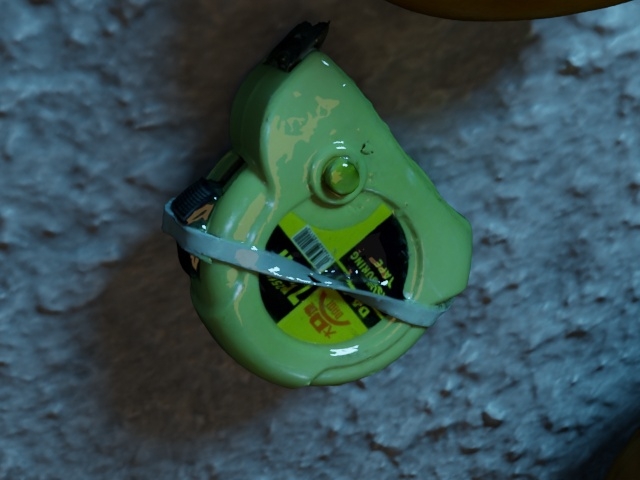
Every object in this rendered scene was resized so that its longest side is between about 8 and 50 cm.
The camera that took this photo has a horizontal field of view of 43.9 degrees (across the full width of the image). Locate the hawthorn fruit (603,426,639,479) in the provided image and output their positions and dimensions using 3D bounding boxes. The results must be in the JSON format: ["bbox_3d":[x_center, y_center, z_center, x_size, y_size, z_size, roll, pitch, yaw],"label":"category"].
[{"bbox_3d":[0.410,0.259,0.512,0.471,0.472,0.472,-4,119,-8],"label":"hawthorn fruit"}]

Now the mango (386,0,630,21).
[{"bbox_3d":[0.098,-0.172,0.387,0.221,0.151,0.121,4,78,-19],"label":"mango"}]

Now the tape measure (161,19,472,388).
[{"bbox_3d":[0.000,0.000,0.487,0.175,0.106,0.200,-46,119,0],"label":"tape measure"}]
